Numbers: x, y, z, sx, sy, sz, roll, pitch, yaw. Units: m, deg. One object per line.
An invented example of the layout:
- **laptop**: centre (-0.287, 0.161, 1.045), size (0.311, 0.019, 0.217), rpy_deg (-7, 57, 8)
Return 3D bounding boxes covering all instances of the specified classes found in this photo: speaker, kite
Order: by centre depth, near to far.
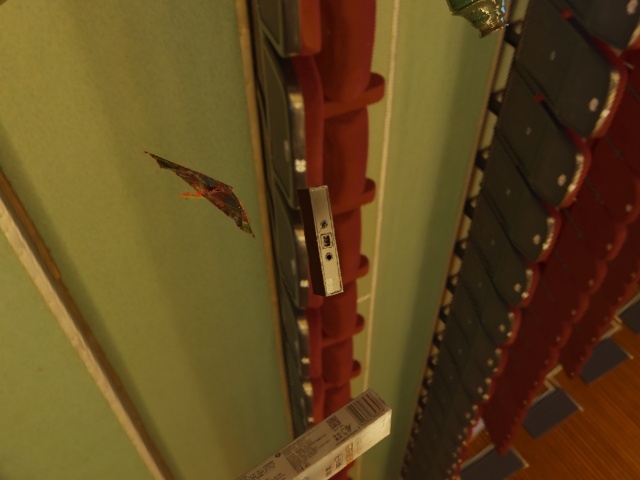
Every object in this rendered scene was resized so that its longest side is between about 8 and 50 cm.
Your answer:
- **kite**: centre (-0.145, -0.058, 0.840), size (0.190, 0.159, 0.010), rpy_deg (40, 71, -22)
- **speaker**: centre (0.000, 0.000, 1.159), size (0.040, 0.046, 0.191), rpy_deg (-12, 98, -30)

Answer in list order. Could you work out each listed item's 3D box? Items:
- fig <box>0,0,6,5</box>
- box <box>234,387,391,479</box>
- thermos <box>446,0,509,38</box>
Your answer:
- **fig**: centre (-0.321, -0.272, 0.466), size (0.239, 0.271, 0.240), rpy_deg (-11, 132, -12)
- **box**: centre (-0.014, 0.247, 0.738), size (0.218, 0.039, 0.055), rpy_deg (-29, 140, -24)
- **thermos**: centre (0.144, -0.308, 0.707), size (0.073, 0.188, 0.083), rpy_deg (-33, -168, -27)
